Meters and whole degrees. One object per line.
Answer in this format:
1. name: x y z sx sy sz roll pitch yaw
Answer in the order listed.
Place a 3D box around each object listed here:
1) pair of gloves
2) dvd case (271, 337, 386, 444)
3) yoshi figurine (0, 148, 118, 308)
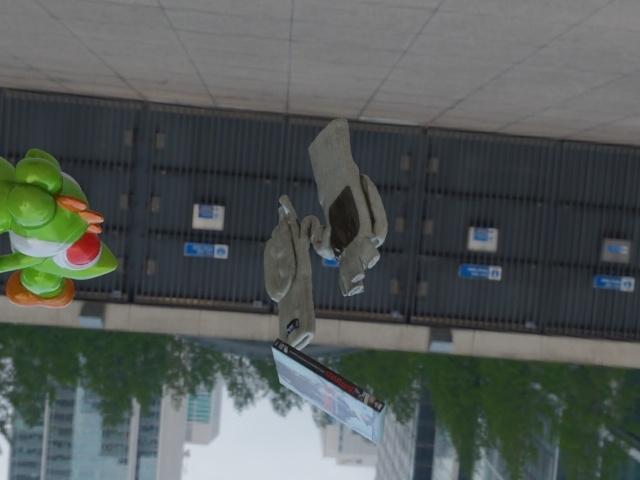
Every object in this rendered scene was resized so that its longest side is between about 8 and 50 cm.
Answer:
1. pair of gloves: 0.000 0.000 0.822 0.042 0.204 0.240 7 140 -30
2. dvd case: 0.008 0.144 0.653 0.119 0.013 0.087 27 151 19
3. yoshi figurine: -0.421 -0.026 0.961 0.203 0.204 0.362 -25 168 -21
